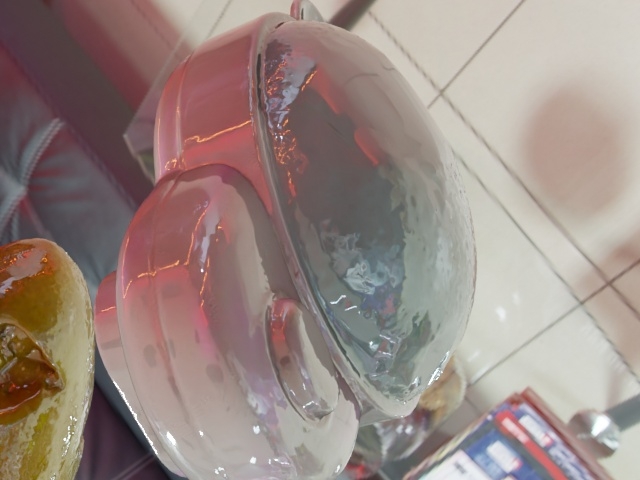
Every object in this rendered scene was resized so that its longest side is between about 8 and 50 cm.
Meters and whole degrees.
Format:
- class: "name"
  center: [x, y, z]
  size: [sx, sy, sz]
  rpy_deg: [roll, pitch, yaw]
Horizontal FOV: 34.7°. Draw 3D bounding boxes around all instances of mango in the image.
- class: "mango"
  center: [-0.222, 0.121, 0.692]
  size: [0.130, 0.167, 0.262]
  rpy_deg: [25, 121, 3]

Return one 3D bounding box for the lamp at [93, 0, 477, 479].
- class: "lamp"
  center: [0.002, 0.000, 0.419]
  size: [0.108, 0.246, 0.179]
  rpy_deg: [-19, 111, 25]
